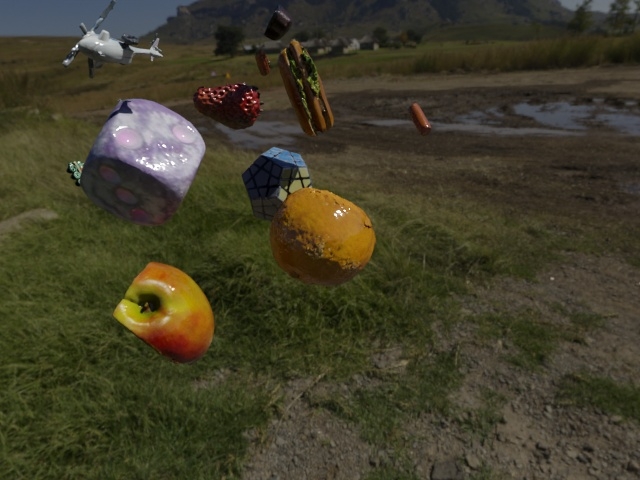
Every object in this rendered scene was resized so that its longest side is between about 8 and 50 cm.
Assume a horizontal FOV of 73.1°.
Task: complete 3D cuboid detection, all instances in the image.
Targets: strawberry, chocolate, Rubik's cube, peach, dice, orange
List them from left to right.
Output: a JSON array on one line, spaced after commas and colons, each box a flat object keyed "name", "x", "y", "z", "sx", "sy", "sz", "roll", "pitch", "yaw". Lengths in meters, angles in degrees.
[{"name": "dice", "x": -0.521, "y": -0.227, "z": 1.283, "sx": 0.271, "sy": 0.270, "sz": 0.270, "roll": 27, "pitch": 48, "yaw": -23}, {"name": "peach", "x": -0.465, "y": 0.234, "z": 1.359, "sx": 0.242, "sy": 0.306, "sz": 0.380, "roll": -55, "pitch": 4, "yaw": -24}, {"name": "strawberry", "x": -0.392, "y": -0.584, "z": 1.909, "sx": 0.253, "sy": 0.150, "sz": 0.280, "roll": -22, "pitch": -19, "yaw": 34}, {"name": "Rubik's cube", "x": -0.177, "y": -0.228, "z": 1.804, "sx": 0.319, "sy": 0.264, "sz": 0.319, "roll": 13, "pitch": 32, "yaw": -8}, {"name": "chocolate", "x": -0.160, "y": -0.835, "z": 1.678, "sx": 0.080, "sy": 0.125, "sz": 0.149, "roll": 26, "pitch": 26, "yaw": -18}, {"name": "orange", "x": 0.000, "y": 0.000, "z": 1.377, "sx": 0.340, "sy": 0.293, "sz": 0.340, "roll": 26, "pitch": -4, "yaw": 2}]

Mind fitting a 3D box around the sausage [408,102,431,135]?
[{"name": "sausage", "x": 0.326, "y": -0.403, "z": 1.428, "sx": 0.041, "sy": 0.039, "sz": 0.131, "roll": 8, "pitch": 52, "yaw": -35}]

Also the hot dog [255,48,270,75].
[{"name": "hot dog", "x": -0.240, "y": -0.749, "z": 1.818, "sx": 0.038, "sy": 0.062, "sz": 0.144, "roll": 26, "pitch": -12, "yaw": 9}]

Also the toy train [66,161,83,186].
[{"name": "toy train", "x": -0.904, "y": -0.250, "z": 1.624, "sx": 0.044, "sy": 0.103, "sz": 0.064, "roll": -11, "pitch": 22, "yaw": 42}]

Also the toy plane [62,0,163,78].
[{"name": "toy plane", "x": -0.466, "y": -0.442, "z": 1.026, "sx": 0.107, "sy": 0.182, "sz": 0.273, "roll": 33, "pitch": 8, "yaw": 8}]

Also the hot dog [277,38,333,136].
[{"name": "hot dog", "x": -0.053, "y": -0.544, "z": 1.549, "sx": 0.135, "sy": 0.337, "sz": 0.100, "roll": -24, "pitch": 18, "yaw": -10}]
